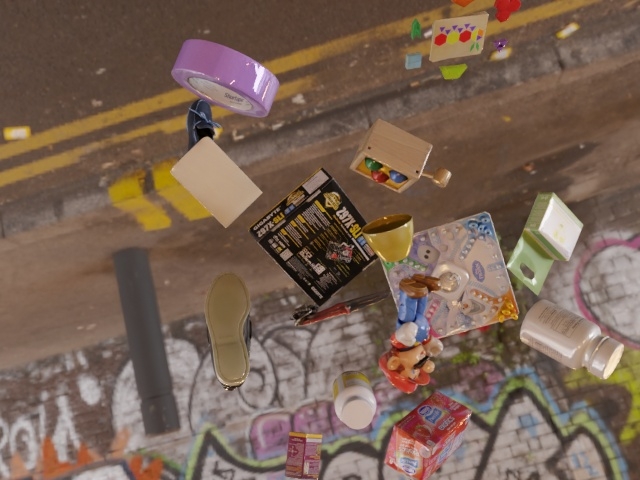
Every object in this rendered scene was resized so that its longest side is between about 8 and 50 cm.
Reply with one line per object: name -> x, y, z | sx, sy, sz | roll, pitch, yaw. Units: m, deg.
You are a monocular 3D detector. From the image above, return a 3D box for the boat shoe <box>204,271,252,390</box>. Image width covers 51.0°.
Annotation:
boat shoe -> -0.250, 0.252, 1.838 | 0.127, 0.340, 0.113 | -5, 146, -15

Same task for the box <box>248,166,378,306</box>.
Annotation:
box -> 0.000, 0.000, 1.807 | 0.257, 0.079, 0.322 | -42, 130, -1

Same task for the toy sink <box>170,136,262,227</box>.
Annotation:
toy sink -> -0.312, -0.178, 1.975 | 0.153, 0.234, 0.131 | -45, -162, -2

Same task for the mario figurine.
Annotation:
mario figurine -> 0.267, 0.260, 1.771 | 0.198, 0.320, 0.170 | 0, -161, -19

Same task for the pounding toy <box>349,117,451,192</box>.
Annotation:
pounding toy -> 0.173, -0.147, 1.428 | 0.206, 0.094, 0.181 | 26, 167, -5

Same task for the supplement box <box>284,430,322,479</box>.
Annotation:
supplement box -> -0.032, 0.407, 1.271 | 0.043, 0.083, 0.055 | -4, 161, 34

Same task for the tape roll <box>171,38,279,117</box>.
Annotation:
tape roll -> -0.253, -0.429, 1.793 | 0.275, 0.090, 0.275 | 20, 174, 2

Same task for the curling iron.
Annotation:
curling iron -> 0.055, 0.161, 1.624 | 0.274, 0.035, 0.068 | -10, 151, -24

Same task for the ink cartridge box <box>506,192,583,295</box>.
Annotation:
ink cartridge box -> 0.609, 0.012, 1.814 | 0.171, 0.235, 0.056 | 37, 161, -32

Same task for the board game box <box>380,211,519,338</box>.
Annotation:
board game box -> 0.433, 0.141, 2.265 | 0.390, 0.389, 0.050 | -18, -166, 10

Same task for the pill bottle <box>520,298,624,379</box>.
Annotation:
pill bottle -> 0.647, 0.256, 1.728 | 0.131, 0.229, 0.131 | -28, 132, -36

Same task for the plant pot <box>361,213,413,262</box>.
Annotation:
plant pot -> 0.181, 0.000, 1.716 | 0.134, 0.095, 0.134 | -16, -163, 5

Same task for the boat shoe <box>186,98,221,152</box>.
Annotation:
boat shoe -> -0.364, -0.338, 2.131 | 0.109, 0.258, 0.089 | 11, 155, -40

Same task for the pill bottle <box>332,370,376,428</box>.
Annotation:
pill bottle -> 0.085, 0.401, 1.678 | 0.103, 0.103, 0.184 | -15, -172, 0

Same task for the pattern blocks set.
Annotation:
pattern blocks set -> 0.415, -0.611, 2.006 | 0.325, 0.026, 0.285 | -5, 137, -16

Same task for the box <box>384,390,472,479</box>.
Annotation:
box -> 0.296, 0.532, 1.829 | 0.123, 0.128, 0.257 | 25, -156, 29
